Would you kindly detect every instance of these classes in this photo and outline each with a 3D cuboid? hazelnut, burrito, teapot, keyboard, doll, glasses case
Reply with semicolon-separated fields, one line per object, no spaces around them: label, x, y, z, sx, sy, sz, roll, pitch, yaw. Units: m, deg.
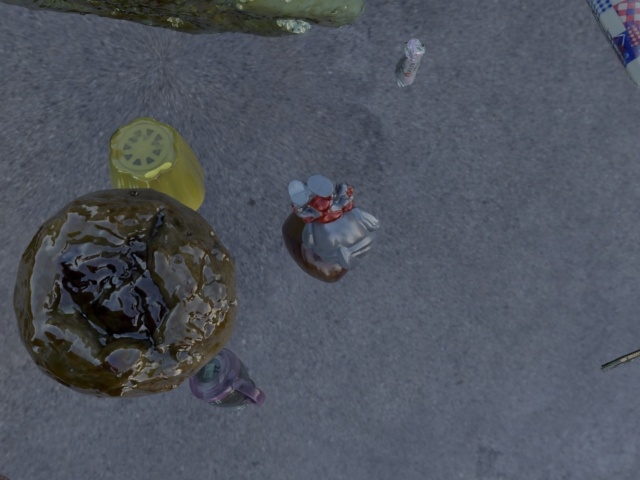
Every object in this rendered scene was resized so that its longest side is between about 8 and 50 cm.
hazelnut;0.000;0.000;1.454;0.218;0.233;0.217;4;124;6
burrito;0.243;-0.489;1.522;0.064;0.203;0.064;0;79;-2
teapot;-0.186;0.303;1.185;0.148;0.116;0.146;-16;138;17
keyboard;0.616;0.237;1.120;0.129;0.015;0.049;-5;145;-36
doll;0.017;-0.019;0.631;0.094;0.079;0.180;-17;147;11
glasses case;0.664;-0.451;1.159;0.125;0.327;0.076;-22;153;20

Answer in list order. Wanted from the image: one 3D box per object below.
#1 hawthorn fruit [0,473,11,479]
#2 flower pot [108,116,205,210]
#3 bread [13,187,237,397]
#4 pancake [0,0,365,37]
hawthorn fruit;-0.384;0.369;0.421;0.473;0.472;0.471;-5;108;-15
flower pot;-0.341;-0.146;1.125;0.195;0.179;0.195;1;70;-3
bread;-0.202;0.054;0.563;0.230;0.123;0.229;0;94;4
pancake;-0.099;-0.169;0.387;0.254;0.253;0.037;-1;105;-16
